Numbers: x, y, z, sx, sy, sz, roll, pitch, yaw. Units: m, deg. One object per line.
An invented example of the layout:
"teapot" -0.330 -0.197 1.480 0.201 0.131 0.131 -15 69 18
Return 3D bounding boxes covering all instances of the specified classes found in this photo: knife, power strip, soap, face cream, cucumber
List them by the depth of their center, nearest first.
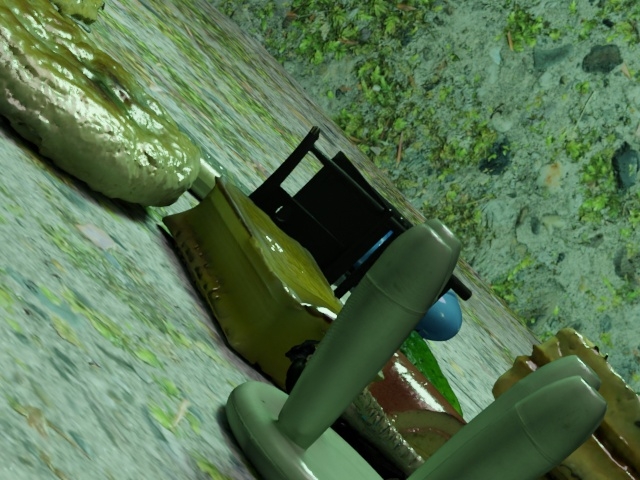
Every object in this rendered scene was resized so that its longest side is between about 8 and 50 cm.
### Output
"knife" 0.095 0.210 1.456 0.365 0.043 0.089 45 -23 -20
"soap" -0.040 0.044 1.566 0.135 0.076 0.233 42 6 -32
"cucumber" 0.101 0.140 1.913 0.056 0.056 0.250 41 10 -29
"power strip" -0.150 -0.095 1.928 0.268 0.034 0.092 43 7 -16
"face cream" 0.101 0.046 2.339 0.149 0.083 0.264 38 7 -29

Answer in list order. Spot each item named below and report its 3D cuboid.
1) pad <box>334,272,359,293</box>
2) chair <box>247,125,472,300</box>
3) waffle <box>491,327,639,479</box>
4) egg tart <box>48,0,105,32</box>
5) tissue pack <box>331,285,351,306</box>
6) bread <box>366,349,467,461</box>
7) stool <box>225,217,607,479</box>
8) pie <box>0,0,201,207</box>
"pad" 0.066 0.091 2.233 0.164 0.004 0.243 42 7 -22
"chair" 0.000 0.000 1.781 0.260 0.154 0.141 43 5 -34
"waffle" 0.303 0.256 1.804 0.261 0.114 0.376 44 -9 26
"egg tart" -0.314 -0.277 1.810 0.234 0.094 0.234 47 7 -7
"tissue pack" 0.027 0.074 2.005 0.056 0.023 0.108 46 7 18
"bread" 0.072 0.146 1.634 0.192 0.067 0.119 47 7 22
"stool" 0.068 0.113 1.267 0.195 0.199 0.195 46 8 3
"pie" -0.226 -0.143 1.584 0.337 0.075 0.337 44 7 -7
